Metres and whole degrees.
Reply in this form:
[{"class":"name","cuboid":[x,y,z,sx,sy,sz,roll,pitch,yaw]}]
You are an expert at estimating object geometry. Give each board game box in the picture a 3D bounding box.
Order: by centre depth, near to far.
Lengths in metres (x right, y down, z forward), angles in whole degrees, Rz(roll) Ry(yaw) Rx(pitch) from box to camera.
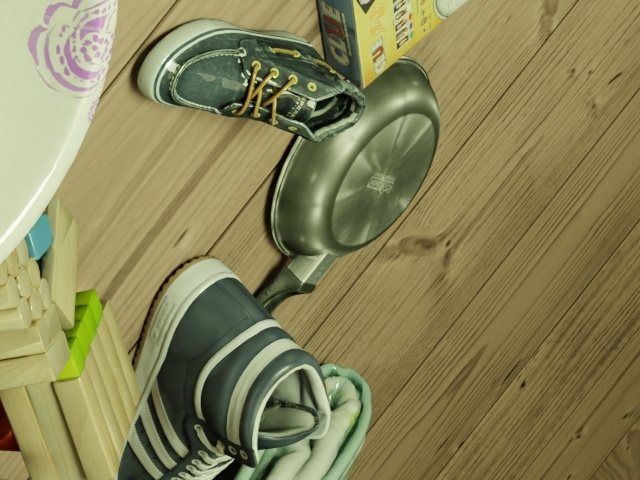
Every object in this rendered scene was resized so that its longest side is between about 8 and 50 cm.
[{"class":"board game box","cuboid":[0.064,-0.244,1.377,0.165,0.042,0.243,-41,151,-21]}]

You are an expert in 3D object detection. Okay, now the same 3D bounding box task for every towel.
[{"class":"towel","cuboid":[-0.082,0.323,1.699,0.374,0.090,0.320,-50,165,-54]}]

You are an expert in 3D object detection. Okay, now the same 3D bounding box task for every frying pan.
[{"class":"frying pan","cuboid":[-0.006,-0.015,1.550,0.326,0.053,0.197,-50,152,-11]}]

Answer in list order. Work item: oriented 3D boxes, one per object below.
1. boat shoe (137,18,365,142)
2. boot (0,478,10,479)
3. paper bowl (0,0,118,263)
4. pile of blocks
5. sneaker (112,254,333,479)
[{"class":"boat shoe","cuboid":[-0.043,-0.111,1.327,0.183,0.083,0.065,-10,132,-52]},{"class":"boot","cuboid":[-0.220,0.274,1.511,0.115,0.112,0.305,-60,152,-7]},{"class":"paper bowl","cuboid":[-0.243,-0.100,0.926,0.284,0.148,0.284,-41,147,-35]},{"class":"pile of blocks","cuboid":[-0.231,0.031,1.219,0.113,0.149,0.362,-10,142,11]},{"class":"sneaker","cuboid":[-0.086,0.165,1.519,0.099,0.153,0.282,-23,141,-43]}]
